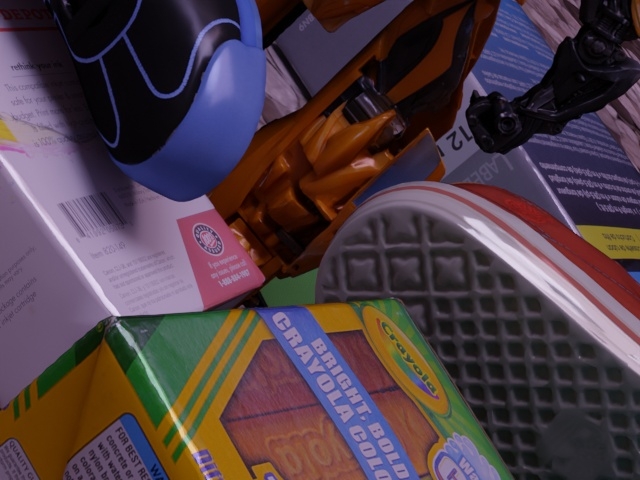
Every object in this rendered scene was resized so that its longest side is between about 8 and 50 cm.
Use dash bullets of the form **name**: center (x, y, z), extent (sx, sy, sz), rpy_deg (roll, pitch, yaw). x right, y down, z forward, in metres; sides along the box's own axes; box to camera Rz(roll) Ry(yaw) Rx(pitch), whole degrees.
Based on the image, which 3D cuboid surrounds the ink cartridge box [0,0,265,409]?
- **ink cartridge box**: center (-0.123, -0.035, 0.514), extent (0.198, 0.067, 0.115), rpy_deg (54, 23, 6)

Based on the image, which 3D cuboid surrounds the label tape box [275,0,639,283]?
- **label tape box**: center (0.147, -0.031, 0.932), extent (0.249, 0.115, 0.348), rpy_deg (3, 54, -59)

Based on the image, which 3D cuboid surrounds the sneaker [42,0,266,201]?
- **sneaker**: center (-0.091, -0.118, 0.505), extent (0.090, 0.081, 0.232), rpy_deg (23, 37, -44)

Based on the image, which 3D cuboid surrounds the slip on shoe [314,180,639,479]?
- **slip on shoe**: center (0.142, 0.095, 0.510), extent (0.331, 0.123, 0.101), rpy_deg (43, 27, 6)

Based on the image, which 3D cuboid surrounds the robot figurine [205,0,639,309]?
- **robot figurine**: center (0.012, -0.100, 0.568), extent (0.211, 0.291, 0.085), rpy_deg (50, 23, 3)

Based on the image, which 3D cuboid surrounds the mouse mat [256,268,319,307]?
- **mouse mat**: center (0.000, 0.000, 0.755), extent (0.189, 0.007, 0.152), rpy_deg (13, 43, -53)

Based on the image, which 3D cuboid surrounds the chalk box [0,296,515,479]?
- **chalk box**: center (-0.012, 0.107, 0.414), extent (0.132, 0.132, 0.213), rpy_deg (57, 25, 17)
